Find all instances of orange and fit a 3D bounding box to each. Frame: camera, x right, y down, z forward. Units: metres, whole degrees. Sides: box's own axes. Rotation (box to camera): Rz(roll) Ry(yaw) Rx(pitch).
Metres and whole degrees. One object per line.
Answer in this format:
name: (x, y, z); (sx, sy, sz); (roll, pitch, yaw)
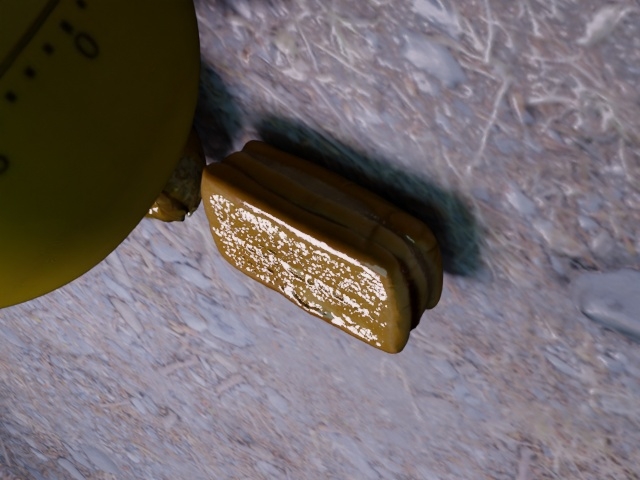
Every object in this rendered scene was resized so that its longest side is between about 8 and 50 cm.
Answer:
orange: (-0.166, -0.076, 1.273); (0.170, 0.112, 0.160); (15, 165, -34)

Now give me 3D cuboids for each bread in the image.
bread: (0.000, 0.000, 1.204); (0.200, 0.077, 0.116); (28, 155, 29)

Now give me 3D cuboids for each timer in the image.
timer: (-0.279, -0.141, 1.020); (0.387, 0.376, 0.376); (39, 158, -25)
